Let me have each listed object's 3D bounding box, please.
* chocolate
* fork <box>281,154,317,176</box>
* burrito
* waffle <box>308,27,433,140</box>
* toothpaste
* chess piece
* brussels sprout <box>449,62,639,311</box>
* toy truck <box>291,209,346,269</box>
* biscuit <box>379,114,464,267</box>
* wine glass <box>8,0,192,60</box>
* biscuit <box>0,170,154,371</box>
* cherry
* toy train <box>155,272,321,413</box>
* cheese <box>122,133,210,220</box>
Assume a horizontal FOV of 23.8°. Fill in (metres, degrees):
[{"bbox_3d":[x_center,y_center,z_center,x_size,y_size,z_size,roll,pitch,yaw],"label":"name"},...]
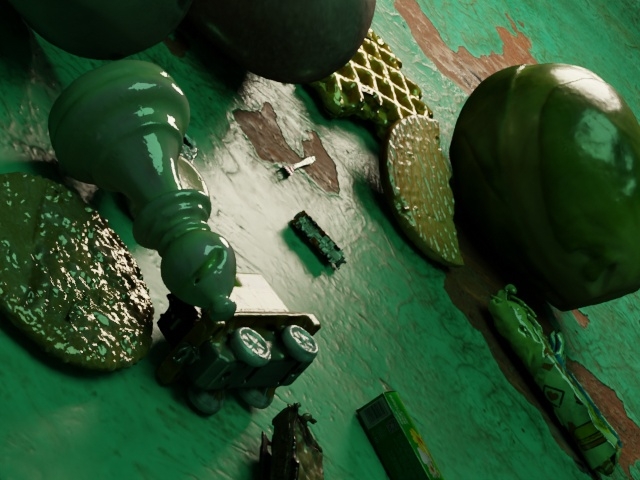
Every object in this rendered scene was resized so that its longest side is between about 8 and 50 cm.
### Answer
[{"bbox_3d":[-0.028,0.288,1.351,0.102,0.065,0.329,53,23,-33],"label":"chocolate"},{"bbox_3d":[-0.027,-0.093,1.879,0.016,0.012,0.115,57,21,0],"label":"fork"},{"bbox_3d":[0.323,0.184,2.049,0.288,0.054,0.104,55,26,5],"label":"burrito"},{"bbox_3d":[0.055,-0.230,2.136,0.291,0.051,0.291,37,29,-25],"label":"waffle"},{"bbox_3d":[0.100,0.247,1.623,0.037,0.043,0.178,4,53,-60],"label":"toothpaste"},{"bbox_3d":[-0.145,-0.034,1.416,0.139,0.139,0.272,14,37,-52],"label":"chess piece"},{"bbox_3d":[0.345,-0.087,2.195,0.315,0.276,0.371,29,39,-62],"label":"brussels sprout"},{"bbox_3d":[0.000,0.000,1.790,0.083,0.024,0.032,46,-2,-7],"label":"toy truck"},{"bbox_3d":[0.130,-0.072,2.043,0.144,0.033,0.224,13,58,-43],"label":"biscuit"},{"bbox_3d":[-0.318,-0.269,1.364,0.267,0.267,0.406,55,30,6],"label":"wine glass"},{"bbox_3d":[-0.235,0.027,1.368,0.220,0.033,0.220,38,29,-25],"label":"biscuit"},{"bbox_3d":[-0.060,-0.325,1.889,0.307,0.221,0.261,20,35,-19],"label":"cherry"},{"bbox_3d":[-0.086,0.093,1.472,0.127,0.089,0.219,52,25,24],"label":"toy train"},{"bbox_3d":[-0.152,-0.061,1.593,0.092,0.047,0.171,52,26,-2],"label":"cheese"}]
